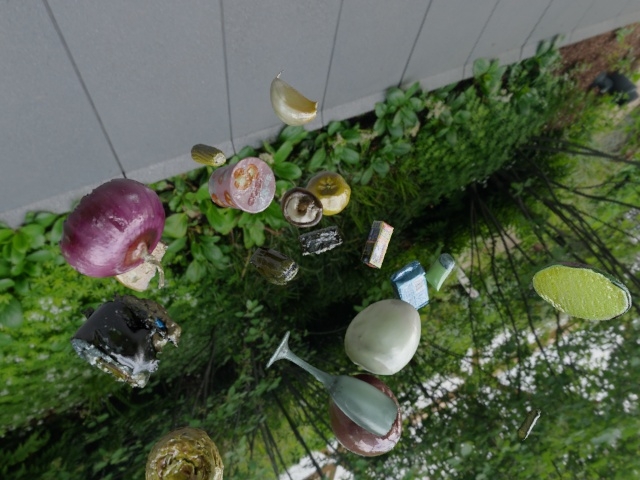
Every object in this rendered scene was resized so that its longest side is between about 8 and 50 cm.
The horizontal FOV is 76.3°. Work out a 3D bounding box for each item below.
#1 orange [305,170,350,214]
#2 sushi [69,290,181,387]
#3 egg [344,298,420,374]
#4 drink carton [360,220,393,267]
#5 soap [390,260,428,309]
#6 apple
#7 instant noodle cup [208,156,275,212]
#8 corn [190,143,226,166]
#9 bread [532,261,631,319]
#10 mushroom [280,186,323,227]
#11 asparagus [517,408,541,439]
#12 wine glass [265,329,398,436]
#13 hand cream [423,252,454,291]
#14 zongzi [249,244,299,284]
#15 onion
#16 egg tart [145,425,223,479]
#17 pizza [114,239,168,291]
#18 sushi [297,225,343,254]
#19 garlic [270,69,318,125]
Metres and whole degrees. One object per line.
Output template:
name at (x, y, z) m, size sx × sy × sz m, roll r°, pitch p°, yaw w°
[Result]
orange at (0.044, -0.290, 2.480) m, size 0.279 × 0.279 × 0.235 m, roll -28°, pitch 155°, yaw -11°
sushi at (-0.476, 0.231, 1.029) m, size 0.225 × 0.238 × 0.219 m, roll -25°, pitch -162°, yaw 43°
egg at (0.269, 0.397, 1.711) m, size 0.345 × 0.283 × 0.283 m, roll -48°, pitch 161°, yaw -10°
drink carton at (0.211, 0.014, 1.529) m, size 0.071 × 0.056 × 0.166 m, roll 28°, pitch 78°, yaw -37°
soap at (0.406, 0.218, 1.840) m, size 0.156 × 0.077 × 0.293 m, roll -30°, pitch 136°, yaw -8°
apple at (0.166, 0.678, 1.582) m, size 0.305 × 0.306 × 0.235 m, roll -9°, pitch 155°, yaw -46°
instant noodle cup at (-0.364, -0.247, 1.831) m, size 0.243 × 0.243 × 0.231 m, roll -11°, pitch -168°, yaw -43°
corn at (-0.435, -0.327, 1.577) m, size 0.080 × 0.231 × 0.080 m, roll -15°, pitch 117°, yaw -34°
bread at (0.682, 0.130, 1.074) m, size 0.033 × 0.228 × 0.228 m, roll -54°, pitch 169°, yaw -25°
mushroom at (-0.099, -0.174, 2.149) m, size 0.194 × 0.231 × 0.138 m, roll -43°, pitch -170°, yaw 28°
asparagus at (0.514, 0.445, 1.001) m, size 0.108 × 0.025 × 0.021 m, roll -31°, pitch 123°, yaw -34°
wine glass at (0.024, 0.345, 1.023) m, size 0.096 × 0.309 × 0.264 m, roll -58°, pitch 178°, yaw -10°
hand cream at (0.490, 0.125, 1.675) m, size 0.046 × 0.095 × 0.175 m, roll -19°, pitch 147°, yaw -30°
zongzi at (-0.161, 0.161, 1.848) m, size 0.123 × 0.260 × 0.289 m, roll -52°, pitch 133°, yaw -20°
onion at (-0.671, -0.035, 1.391) m, size 0.344 × 0.358 × 0.358 m, roll 13°, pitch 144°, yaw -11°
egg tart at (-0.203, 0.348, 0.622) m, size 0.128 × 0.129 × 0.049 m, roll -33°, pitch 164°, yaw 3°
pizza at (-0.853, 0.042, 1.879) m, size 0.277 × 0.114 × 0.409 m, roll -29°, pitch 122°, yaw -34°
sushi at (0.000, 0.000, 1.431) m, size 0.150 × 0.078 × 0.090 m, roll -18°, pitch -172°, yaw 4°
garlic at (-0.131, -0.595, 1.755) m, size 0.164 × 0.245 × 0.145 m, roll -47°, pitch -178°, yaw 3°
